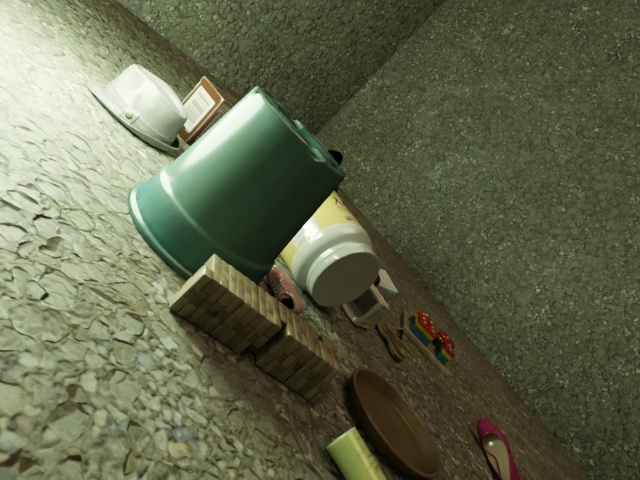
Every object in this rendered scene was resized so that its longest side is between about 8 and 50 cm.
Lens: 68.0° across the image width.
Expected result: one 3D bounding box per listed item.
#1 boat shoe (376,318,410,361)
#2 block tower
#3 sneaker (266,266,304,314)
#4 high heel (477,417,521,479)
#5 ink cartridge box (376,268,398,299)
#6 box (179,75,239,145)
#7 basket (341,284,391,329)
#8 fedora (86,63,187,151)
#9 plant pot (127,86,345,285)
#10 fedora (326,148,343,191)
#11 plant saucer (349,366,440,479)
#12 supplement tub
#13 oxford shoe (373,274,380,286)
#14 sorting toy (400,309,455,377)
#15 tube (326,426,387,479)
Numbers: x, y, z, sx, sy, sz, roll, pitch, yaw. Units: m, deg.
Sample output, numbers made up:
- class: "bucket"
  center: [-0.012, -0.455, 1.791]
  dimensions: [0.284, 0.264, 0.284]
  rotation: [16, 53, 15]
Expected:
- class: "boat shoe"
  center: [0.245, 0.312, 1.563]
  dimensions: [0.068, 0.072, 0.190]
  rotation: [37, 15, -35]
- class: "block tower"
  center: [-0.103, 0.160, 0.855]
  dimensions: [0.335, 0.091, 0.097]
  rotation: [41, 12, -25]
- class: "sneaker"
  center: [-0.091, 0.117, 1.122]
  dimensions: [0.134, 0.051, 0.070]
  rotation: [54, 9, 14]
- class: "high heel"
  center: [0.533, 0.644, 1.449]
  dimensions: [0.117, 0.082, 0.244]
  rotation: [49, 21, -40]
- class: "ink cartridge box"
  center: [0.206, 0.157, 2.037]
  dimensions: [0.224, 0.056, 0.181]
  rotation: [20, 22, -21]
- class: "box"
  center: [-0.316, -0.386, 1.660]
  dimensions: [0.143, 0.191, 0.381]
  rotation: [52, 13, 25]
- class: "basket"
  center: [0.132, 0.185, 1.503]
  dimensions: [0.103, 0.113, 0.167]
  rotation: [34, 17, -51]
- class: "fedora"
  center: [-0.464, -0.372, 1.274]
  dimensions: [0.275, 0.124, 0.244]
  rotation: [46, 12, 0]
- class: "plant pot"
  center: [-0.149, -0.107, 0.988]
  dimensions: [0.341, 0.334, 0.341]
  rotation: [44, 12, -12]
- class: "fedora"
  center: [-0.034, -0.238, 1.946]
  dimensions: [0.153, 0.334, 0.334]
  rotation: [67, 17, 12]
- class: "plant saucer"
  center: [0.158, 0.405, 1.057]
  dimensions: [0.278, 0.041, 0.278]
  rotation: [44, 13, -13]
- class: "supplement tub"
  center: [0.000, 0.000, 1.355]
  dimensions: [0.241, 0.241, 0.331]
  rotation: [32, 18, -48]
- class: "oxford shoe"
  center: [0.129, 0.086, 1.861]
  dimensions: [0.271, 0.097, 0.098]
  rotation: [42, 7, -20]
- class: "sorting toy"
  center: [0.451, 0.395, 1.945]
  dimensions: [0.257, 0.089, 0.255]
  rotation: [46, 12, 2]
- class: "tube"
  center: [0.100, 0.424, 0.769]
  dimensions: [0.070, 0.062, 0.240]
  rotation: [-22, 68, -33]
